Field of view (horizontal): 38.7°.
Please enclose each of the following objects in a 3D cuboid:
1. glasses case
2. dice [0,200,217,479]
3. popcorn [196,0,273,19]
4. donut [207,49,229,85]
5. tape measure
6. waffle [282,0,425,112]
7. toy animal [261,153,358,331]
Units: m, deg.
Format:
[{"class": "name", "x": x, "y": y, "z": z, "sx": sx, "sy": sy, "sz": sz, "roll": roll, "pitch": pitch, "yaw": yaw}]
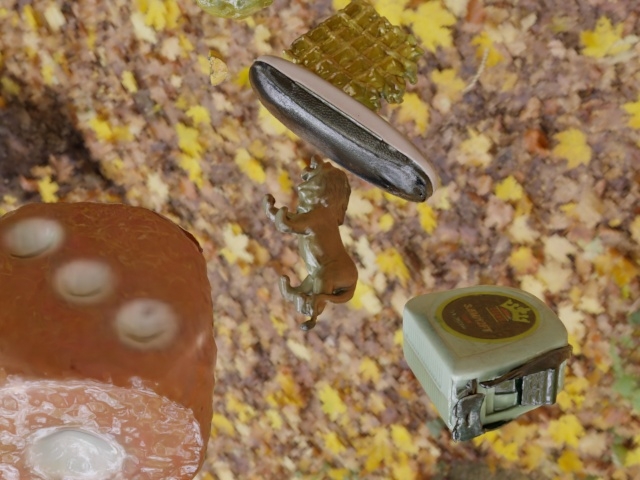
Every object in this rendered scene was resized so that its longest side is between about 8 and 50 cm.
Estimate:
[{"class": "glasses case", "x": 0.028, "y": -0.154, "z": 1.262, "sx": 0.314, "sy": 0.075, "sz": 0.122, "roll": 35, "pitch": 170, "yaw": 15}, {"class": "dice", "x": -0.170, "y": 0.085, "z": 0.673, "sx": 0.179, "sy": 0.173, "sz": 0.175, "roll": -99, "pitch": 17, "yaw": -46}, {"class": "popcorn", "x": -0.136, "y": -0.440, "z": 1.216, "sx": 0.252, "sy": 0.215, "sz": 0.286, "roll": -18, "pitch": 137, "yaw": 20}, {"class": "donut", "x": -0.242, "y": -0.398, "z": 2.074, "sx": 0.067, "sy": 0.038, "sz": 0.083, "roll": -19, "pitch": 144, "yaw": 25}, {"class": "tape measure", "x": 0.221, "y": 0.153, "z": 1.145, "sx": 0.235, "sy": 0.207, "sz": 0.115, "roll": -121, "pitch": 29, "yaw": -63}, {"class": "waffle", "x": 0.063, "y": -0.267, "z": 1.361, "sx": 0.211, "sy": 0.160, "sz": 0.055, "roll": 45, "pitch": 168, "yaw": 41}, {"class": "toy animal", "x": 0.000, "y": 0.000, "z": 1.494, "sx": 0.097, "sy": 0.157, "sz": 0.313, "roll": 123, "pitch": 137, "yaw": -63}]
